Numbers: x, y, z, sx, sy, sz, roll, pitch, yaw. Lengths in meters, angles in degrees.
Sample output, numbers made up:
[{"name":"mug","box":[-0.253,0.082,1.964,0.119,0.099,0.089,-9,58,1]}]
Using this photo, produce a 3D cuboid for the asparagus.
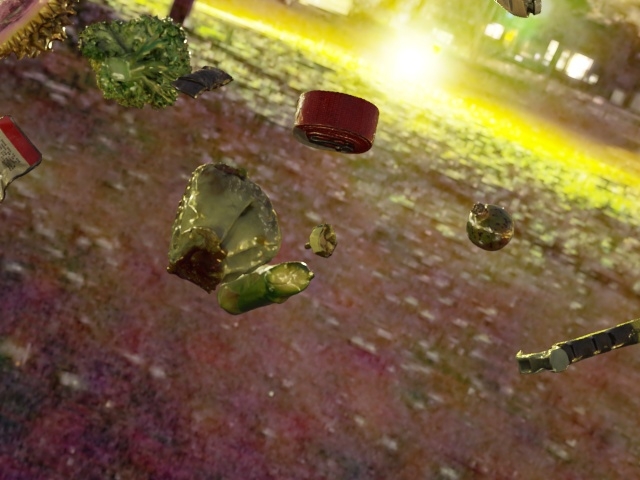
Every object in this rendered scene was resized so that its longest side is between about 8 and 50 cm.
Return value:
[{"name":"asparagus","box":[-0.109,0.086,1.628,0.085,0.082,0.343,14,-14,-22]}]

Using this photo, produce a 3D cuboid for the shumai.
[{"name":"shumai","box":[-0.163,-0.019,1.320,0.184,0.184,0.142,25,18,11]}]

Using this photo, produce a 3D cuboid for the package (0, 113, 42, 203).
[{"name":"package","box":[-0.647,-0.119,1.733,0.154,0.239,0.030,45,5,23]}]

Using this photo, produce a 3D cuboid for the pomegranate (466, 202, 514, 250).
[{"name":"pomegranate","box":[0.423,-0.033,2.279,0.130,0.130,0.130,21,16,-6]}]

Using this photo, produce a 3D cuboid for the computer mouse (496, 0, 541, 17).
[{"name":"computer mouse","box":[0.377,-0.546,1.829,0.236,0.082,0.145,61,-4,47]}]

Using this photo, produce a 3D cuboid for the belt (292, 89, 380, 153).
[{"name":"belt","box":[0.033,-0.271,2.139,0.200,0.124,0.128,12,-21,1]}]

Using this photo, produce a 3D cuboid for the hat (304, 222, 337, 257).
[{"name":"hat","box":[0.000,0.001,2.261,0.059,0.076,0.077,2,43,34]}]

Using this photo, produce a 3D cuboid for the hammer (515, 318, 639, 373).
[{"name":"hammer","box":[0.431,0.178,1.491,0.226,0.041,0.159,-14,-5,-17]}]

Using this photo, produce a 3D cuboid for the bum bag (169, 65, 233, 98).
[{"name":"bum bag","box":[-0.189,-0.254,1.440,0.057,0.034,0.124,24,30,15]}]

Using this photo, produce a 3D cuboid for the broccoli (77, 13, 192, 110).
[{"name":"broccoli","box":[-0.337,-0.323,1.619,0.219,0.194,0.194,25,16,-2]}]

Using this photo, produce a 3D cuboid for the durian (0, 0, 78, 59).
[{"name":"durian","box":[-0.518,-0.471,1.758,0.112,0.341,0.191,34,5,7]}]
